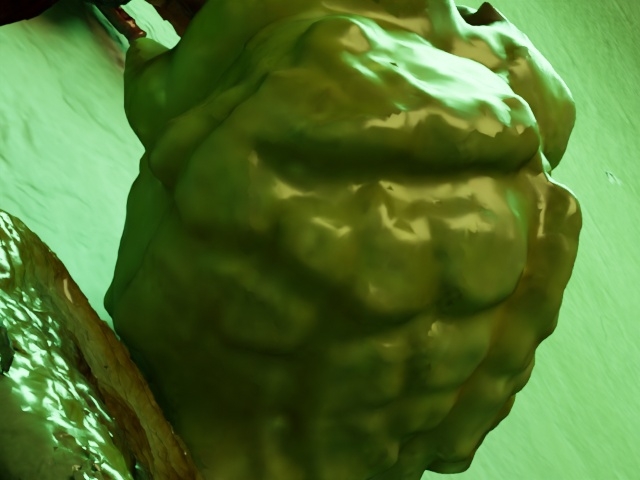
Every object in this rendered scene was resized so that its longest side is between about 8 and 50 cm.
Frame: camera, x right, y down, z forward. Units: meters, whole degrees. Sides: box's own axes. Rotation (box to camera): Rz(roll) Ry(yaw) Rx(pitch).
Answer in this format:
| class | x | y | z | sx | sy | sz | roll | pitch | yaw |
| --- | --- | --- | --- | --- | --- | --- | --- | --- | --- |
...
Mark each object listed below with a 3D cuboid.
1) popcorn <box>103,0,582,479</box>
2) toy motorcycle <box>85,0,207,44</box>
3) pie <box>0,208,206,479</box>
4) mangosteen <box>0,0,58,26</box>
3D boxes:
| class | x | y | z | sx | sy | sz | roll | pitch | yaw |
| --- | --- | --- | --- | --- | --- | --- | --- | --- | --- |
| popcorn | 0.000 | 0.000 | 0.779 | 0.195 | 0.256 | 0.255 | 13 | 71 | -5 |
| toy motorcycle | -0.136 | -0.234 | 1.105 | 0.171 | 0.089 | 0.298 | 29 | 28 | -45 |
| pie | -0.054 | 0.109 | 0.571 | 0.302 | 0.067 | 0.302 | 58 | -5 | 8 |
| mangosteen | -0.159 | -0.181 | 0.822 | 0.166 | 0.180 | 0.166 | 21 | 6 | -2 |
